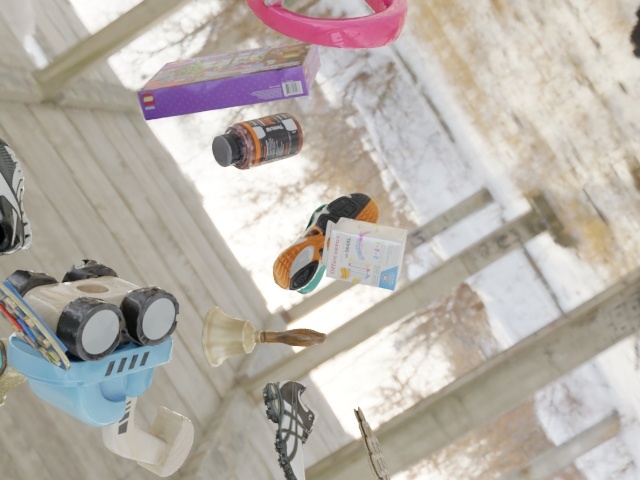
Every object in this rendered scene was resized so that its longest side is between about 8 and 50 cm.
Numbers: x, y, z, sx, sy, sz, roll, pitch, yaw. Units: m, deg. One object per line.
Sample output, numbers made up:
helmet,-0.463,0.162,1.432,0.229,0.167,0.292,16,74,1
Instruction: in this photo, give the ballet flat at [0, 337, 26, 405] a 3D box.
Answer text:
ballet flat,-0.760,0.335,2.060,0.123,0.348,0.123,31,-143,-27

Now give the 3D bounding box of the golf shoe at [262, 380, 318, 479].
golf shoe,-0.042,0.345,1.613,0.077,0.094,0.198,114,144,-67

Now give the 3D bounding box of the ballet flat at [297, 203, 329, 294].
ballet flat,-0.016,0.006,1.954,0.247,0.083,0.087,-67,-24,-44

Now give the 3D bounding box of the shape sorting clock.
shape sorting clock,-0.469,0.129,1.410,0.206,0.040,0.206,41,159,19

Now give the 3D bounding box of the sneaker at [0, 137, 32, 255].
sneaker,-0.593,-0.075,1.629,0.106,0.078,0.234,-52,-41,-66

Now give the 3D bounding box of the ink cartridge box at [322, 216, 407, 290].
ink cartridge box,0.072,0.021,1.572,0.090,0.143,0.092,-54,-27,-71

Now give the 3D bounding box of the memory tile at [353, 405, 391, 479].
memory tile,0.086,0.338,1.397,0.148,0.012,0.113,-106,-9,-59

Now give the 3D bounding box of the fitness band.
fitness band,0.001,-0.344,1.221,0.291,0.209,0.054,-116,31,-49

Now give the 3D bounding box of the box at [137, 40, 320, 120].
box,-0.155,-0.288,1.584,0.201,0.293,0.057,-77,-22,-64

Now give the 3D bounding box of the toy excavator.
toy excavator,-0.402,0.276,1.707,0.222,0.445,0.433,19,-165,32

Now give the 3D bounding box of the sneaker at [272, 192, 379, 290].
sneaker,0.000,0.000,1.780,0.099,0.262,0.121,53,166,-3

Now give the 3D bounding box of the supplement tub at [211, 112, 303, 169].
supplement tub,-0.139,-0.213,1.948,0.198,0.106,0.106,-20,-106,-40

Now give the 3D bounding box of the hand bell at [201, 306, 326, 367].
hand bell,-0.107,0.198,1.823,0.126,0.242,0.126,-1,-90,-74
